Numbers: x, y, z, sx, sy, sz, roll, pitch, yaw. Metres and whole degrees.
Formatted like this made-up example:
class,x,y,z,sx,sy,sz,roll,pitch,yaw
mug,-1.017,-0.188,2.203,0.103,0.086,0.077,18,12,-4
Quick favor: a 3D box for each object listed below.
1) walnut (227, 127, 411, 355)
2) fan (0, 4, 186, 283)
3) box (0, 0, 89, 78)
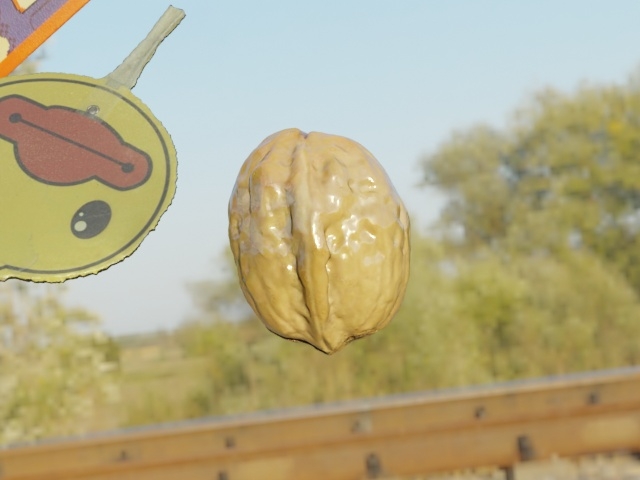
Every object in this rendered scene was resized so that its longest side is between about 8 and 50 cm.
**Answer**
class,x,y,z,sx,sy,sz,roll,pitch,yaw
walnut,0.000,0.000,1.884,0.198,0.245,0.198,-6,-3,0
fan,-0.212,-0.089,1.520,0.229,0.335,0.011,23,-31,18
box,-0.486,-0.335,1.939,0.348,0.318,0.257,1,41,41
